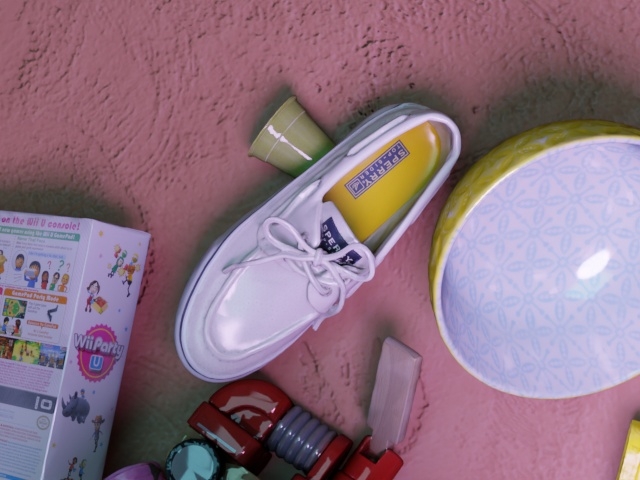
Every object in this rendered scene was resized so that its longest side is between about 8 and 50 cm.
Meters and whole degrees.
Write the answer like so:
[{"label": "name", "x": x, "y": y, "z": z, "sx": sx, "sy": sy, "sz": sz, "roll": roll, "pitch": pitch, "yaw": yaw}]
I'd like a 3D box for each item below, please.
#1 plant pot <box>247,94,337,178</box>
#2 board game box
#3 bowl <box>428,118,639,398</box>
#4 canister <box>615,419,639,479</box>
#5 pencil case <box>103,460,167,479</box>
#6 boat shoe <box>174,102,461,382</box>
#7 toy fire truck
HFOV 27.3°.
[{"label": "plant pot", "x": -0.021, "y": -0.099, "z": 1.406, "sx": 0.079, "sy": 0.083, "sz": 0.083, "roll": 38, "pitch": 92, "yaw": 4}, {"label": "board game box", "x": -0.315, "y": 0.123, "z": 1.394, "sx": 0.224, "sy": 0.097, "sz": 0.303, "roll": 6, "pitch": 84, "yaw": 36}, {"label": "bowl", "x": 0.227, "y": -0.005, "z": 1.272, "sx": 0.289, "sy": 0.289, "sz": 0.156, "roll": -34, "pitch": 33, "yaw": 7}, {"label": "canister", "x": 0.365, "y": 0.254, "z": 1.253, "sx": 0.170, "sy": 0.073, "sz": 0.126, "roll": 14, "pitch": 101, "yaw": 13}, {"label": "pencil case", "x": -0.175, "y": 0.340, "z": 1.373, "sx": 0.098, "sy": 0.095, "sz": 0.209, "roll": -35, "pitch": 71, "yaw": 40}, {"label": "boat shoe", "x": 0.007, "y": 0.005, "z": 1.304, "sx": 0.367, "sy": 0.156, "sz": 0.136, "roll": -42, "pitch": 102, "yaw": -8}, {"label": "toy fire truck", "x": -0.010, "y": 0.199, "z": 1.331, "sx": 0.217, "sy": 0.158, "sz": 0.246, "roll": 35, "pitch": 80, "yaw": 16}]
